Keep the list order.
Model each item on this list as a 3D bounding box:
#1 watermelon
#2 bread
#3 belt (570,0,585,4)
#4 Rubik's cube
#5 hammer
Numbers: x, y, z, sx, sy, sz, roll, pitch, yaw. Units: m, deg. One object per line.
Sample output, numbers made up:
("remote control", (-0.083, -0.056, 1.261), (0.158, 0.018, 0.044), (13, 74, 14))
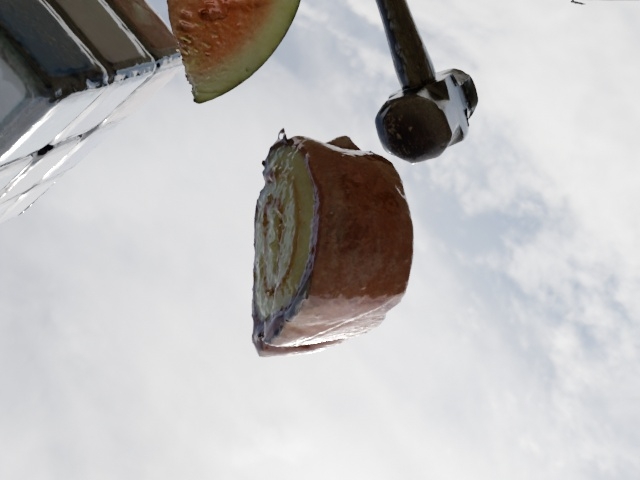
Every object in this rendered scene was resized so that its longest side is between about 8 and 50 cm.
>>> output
("watermelon", (-0.067, -0.233, 0.662), (0.119, 0.245, 0.063), (-8, -160, -23))
("bread", (0.006, -0.006, 0.928), (0.123, 0.190, 0.244), (10, -116, -27))
("belt", (0.218, -0.241, 0.549), (0.261, 0.184, 0.105), (3, -104, -25))
("Rubik's cube", (-0.409, -0.197, 0.888), (0.359, 0.363, 0.362), (48, -163, -8))
("hammer", (0.091, -0.307, 1.122), (0.409, 0.095, 0.242), (68, -155, -12))
